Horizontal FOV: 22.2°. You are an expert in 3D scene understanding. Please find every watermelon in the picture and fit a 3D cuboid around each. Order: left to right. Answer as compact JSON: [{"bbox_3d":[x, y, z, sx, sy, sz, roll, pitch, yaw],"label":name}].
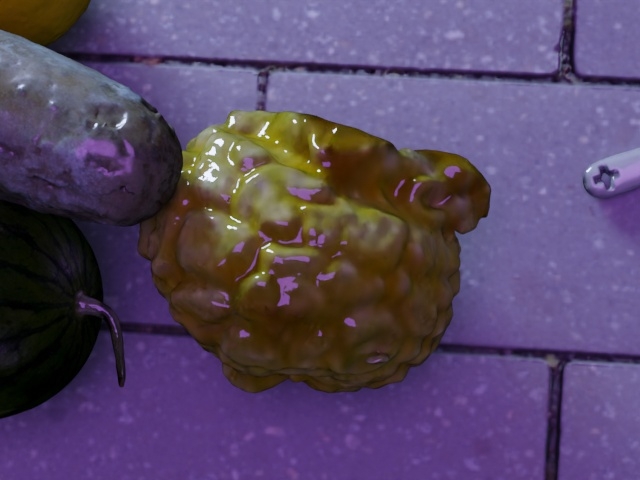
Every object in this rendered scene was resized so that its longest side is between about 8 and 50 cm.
[{"bbox_3d":[-0.252,0.045,1.236,0.214,0.188,0.188,-2,82,25],"label":"watermelon"}]

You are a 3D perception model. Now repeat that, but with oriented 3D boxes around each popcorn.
[{"bbox_3d":[0.000,0.000,1.220,0.251,0.206,0.237,-35,63,-8],"label":"popcorn"}]

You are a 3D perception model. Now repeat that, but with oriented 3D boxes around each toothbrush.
[{"bbox_3d":[0.390,-0.107,1.275,0.386,0.040,0.040,-19,81,3],"label":"toothbrush"}]

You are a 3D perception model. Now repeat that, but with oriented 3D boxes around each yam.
[{"bbox_3d":[-0.250,-0.091,1.175,0.330,0.133,0.133,20,84,18],"label":"yam"}]

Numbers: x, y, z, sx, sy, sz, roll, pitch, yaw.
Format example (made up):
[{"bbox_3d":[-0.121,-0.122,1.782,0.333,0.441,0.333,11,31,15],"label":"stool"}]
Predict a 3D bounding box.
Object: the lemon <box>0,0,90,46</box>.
[{"bbox_3d":[-0.272,-0.233,1.288,0.203,0.178,0.178,9,83,17],"label":"lemon"}]
